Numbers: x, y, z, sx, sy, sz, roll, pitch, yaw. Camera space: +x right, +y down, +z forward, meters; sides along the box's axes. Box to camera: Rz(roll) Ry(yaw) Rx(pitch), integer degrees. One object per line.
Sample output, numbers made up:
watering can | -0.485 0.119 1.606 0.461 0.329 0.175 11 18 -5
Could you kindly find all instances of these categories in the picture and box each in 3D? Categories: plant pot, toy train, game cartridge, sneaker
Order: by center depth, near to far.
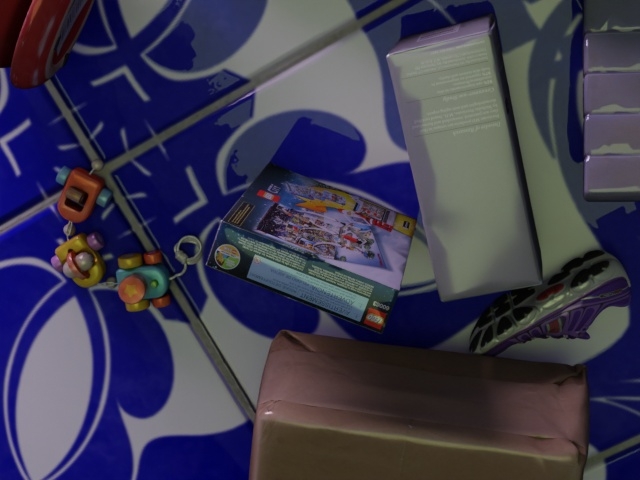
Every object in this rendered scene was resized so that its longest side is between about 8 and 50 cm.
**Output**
game cartridge | 0.408 -0.140 1.129 0.355 0.068 0.230 0 87 12
plant pot | -0.298 -0.244 1.179 0.174 0.191 0.191 24 107 -4
sneaker | 0.223 0.078 1.260 0.170 0.068 0.071 -28 111 17
toy train | -0.209 0.003 1.308 0.166 0.046 0.125 32 108 -1

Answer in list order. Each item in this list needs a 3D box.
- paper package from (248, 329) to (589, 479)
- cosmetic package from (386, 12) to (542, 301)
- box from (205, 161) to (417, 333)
paper package | 0.083 0.273 1.257 0.309 0.168 0.325 7 116 7
cosmetic package | 0.136 -0.076 1.197 0.107 0.127 0.238 -13 105 12
box | 0.000 0.000 1.180 0.159 0.233 0.044 21 107 2
